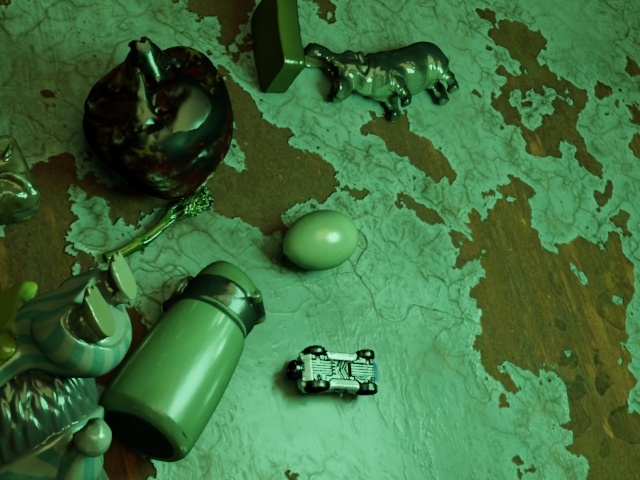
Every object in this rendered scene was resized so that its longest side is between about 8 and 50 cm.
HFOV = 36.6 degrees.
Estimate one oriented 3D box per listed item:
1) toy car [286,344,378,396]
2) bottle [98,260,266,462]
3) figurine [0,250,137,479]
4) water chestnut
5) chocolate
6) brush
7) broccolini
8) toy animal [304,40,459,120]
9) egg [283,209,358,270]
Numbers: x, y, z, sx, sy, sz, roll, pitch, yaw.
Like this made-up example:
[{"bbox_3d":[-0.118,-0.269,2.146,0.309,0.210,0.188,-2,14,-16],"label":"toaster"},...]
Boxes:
[{"bbox_3d":[0.022,0.238,1.737,0.170,0.070,0.080,7,64,-25],"label":"toy car"},{"bbox_3d":[-0.214,0.184,1.599,0.168,0.168,0.347,35,52,-7],"label":"bottle"},{"bbox_3d":[-0.367,0.252,1.420,0.378,0.361,0.266,60,21,-23],"label":"figurine"},{"bbox_3d":[-0.277,-0.218,1.709,0.289,0.244,0.289,10,65,-23],"label":"water chestnut"},{"bbox_3d":[-0.571,-0.093,1.597,0.214,0.093,0.148,-19,77,-32],"label":"chocolate"},{"bbox_3d":[-0.086,-0.406,1.963,0.059,0.123,0.197,4,65,-29],"label":"brush"},{"bbox_3d":[-0.289,-0.025,1.736,0.054,0.051,0.239,39,59,25],"label":"broccolini"},{"bbox_3d":[0.131,-0.345,2.053,0.343,0.106,0.168,-4,69,-24],"label":"toy animal"},{"bbox_3d":[0.000,0.000,1.814,0.152,0.114,0.114,-16,74,-26],"label":"egg"}]
